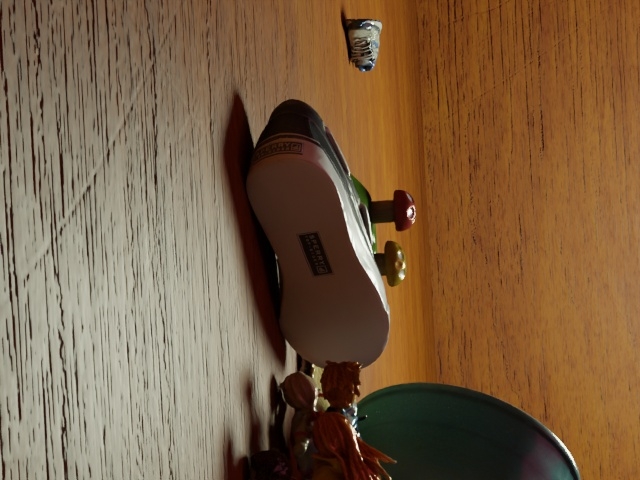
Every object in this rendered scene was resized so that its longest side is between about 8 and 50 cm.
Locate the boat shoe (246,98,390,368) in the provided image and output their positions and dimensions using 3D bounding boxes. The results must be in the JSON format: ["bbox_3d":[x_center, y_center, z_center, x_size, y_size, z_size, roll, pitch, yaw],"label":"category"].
[{"bbox_3d":[0.000,0.000,1.298,0.102,0.108,0.301,-83,160,-45],"label":"boat shoe"}]

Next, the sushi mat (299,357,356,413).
[{"bbox_3d":[0.011,0.175,1.562,0.316,0.019,0.151,66,23,-67],"label":"sushi mat"}]

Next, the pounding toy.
[{"bbox_3d":[0.056,-0.002,1.631,0.237,0.110,0.182,-17,103,-82],"label":"pounding toy"}]

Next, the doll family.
[{"bbox_3d":[0.013,0.198,1.222,0.263,0.118,0.163,-68,154,-71],"label":"doll family"}]

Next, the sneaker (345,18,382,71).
[{"bbox_3d":[0.065,-0.283,2.011,0.135,0.052,0.058,52,39,-75],"label":"sneaker"}]

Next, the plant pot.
[{"bbox_3d":[0.117,0.334,1.464,0.271,0.272,0.255,79,26,-43],"label":"plant pot"}]
